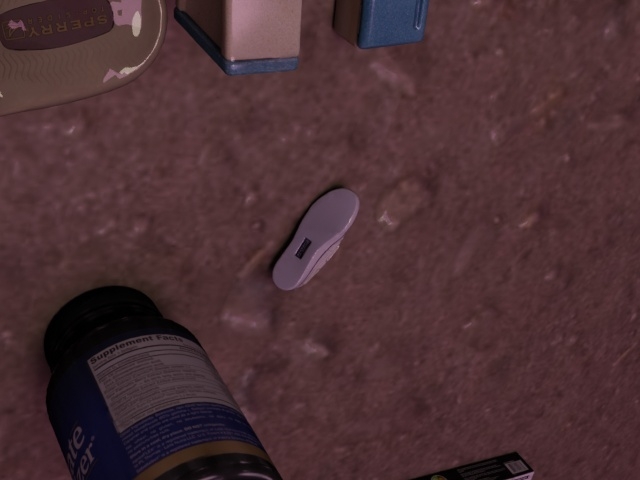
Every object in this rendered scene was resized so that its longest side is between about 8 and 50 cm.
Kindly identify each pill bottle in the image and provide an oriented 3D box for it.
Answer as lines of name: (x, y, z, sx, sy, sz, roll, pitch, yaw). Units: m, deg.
pill bottle: (-0.120, 0.131, 0.666, 0.123, 0.219, 0.123, -17, 130, -22)

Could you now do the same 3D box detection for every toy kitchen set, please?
toy kitchen set: (0.006, -0.148, 0.576, 0.207, 0.166, 0.122, -13, 128, -25)

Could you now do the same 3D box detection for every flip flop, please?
flip flop: (-0.189, -0.081, 0.450, 0.277, 0.080, 0.112, -21, 123, -31)

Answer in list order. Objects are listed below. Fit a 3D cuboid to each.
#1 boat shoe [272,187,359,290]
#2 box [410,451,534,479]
boat shoe: (0.000, 0.000, 0.782, 0.100, 0.035, 0.035, -56, 160, 9)
box: (0.146, 0.320, 1.112, 0.207, 0.036, 0.114, -6, 125, -30)
